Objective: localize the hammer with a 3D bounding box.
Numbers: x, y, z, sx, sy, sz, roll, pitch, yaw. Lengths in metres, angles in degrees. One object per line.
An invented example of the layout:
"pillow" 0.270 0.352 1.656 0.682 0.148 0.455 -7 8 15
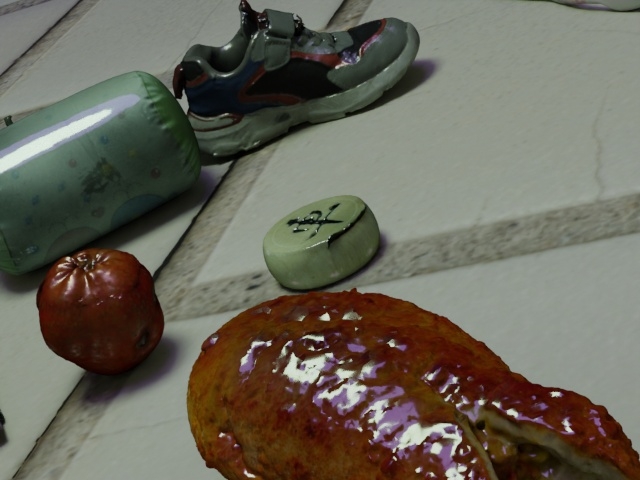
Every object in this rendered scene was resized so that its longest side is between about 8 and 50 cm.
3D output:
"hammer" -0.237 -0.078 1.331 0.206 0.119 0.335 -27 18 -12

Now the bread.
"bread" 0.034 0.091 0.750 0.139 0.095 0.269 -43 34 -23

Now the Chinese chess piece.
"Chinese chess piece" 0.000 0.000 1.035 0.084 0.034 0.084 -20 23 9

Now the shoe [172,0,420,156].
"shoe" -0.031 -0.164 1.292 0.227 0.125 0.099 -23 21 4

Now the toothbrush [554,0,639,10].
"toothbrush" 0.201 -0.225 1.335 0.027 0.021 0.269 -21 21 -27

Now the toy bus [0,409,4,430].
"toy bus" -0.252 0.100 1.029 0.037 0.052 0.131 -29 25 -9

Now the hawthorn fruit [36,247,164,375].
"hawthorn fruit" -0.149 0.051 1.002 0.093 0.093 0.093 -19 25 9
